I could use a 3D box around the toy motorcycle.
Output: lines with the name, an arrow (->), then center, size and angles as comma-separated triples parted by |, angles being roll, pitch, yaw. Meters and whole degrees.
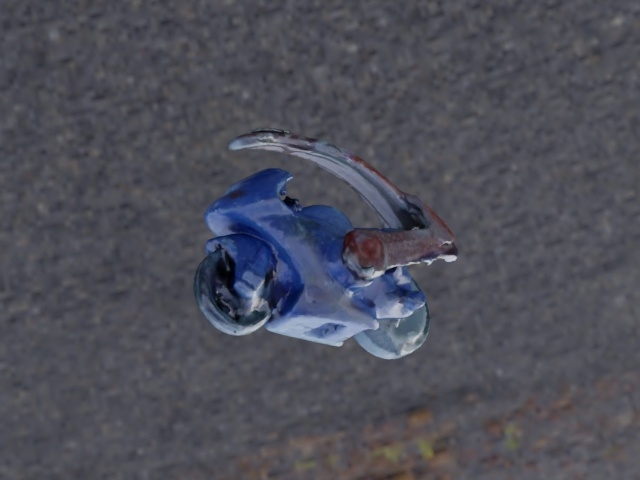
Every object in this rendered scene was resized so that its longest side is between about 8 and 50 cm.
toy motorcycle -> -0.014, 0.011, 1.924 | 0.319, 0.241, 0.182 | 13, 128, -35
